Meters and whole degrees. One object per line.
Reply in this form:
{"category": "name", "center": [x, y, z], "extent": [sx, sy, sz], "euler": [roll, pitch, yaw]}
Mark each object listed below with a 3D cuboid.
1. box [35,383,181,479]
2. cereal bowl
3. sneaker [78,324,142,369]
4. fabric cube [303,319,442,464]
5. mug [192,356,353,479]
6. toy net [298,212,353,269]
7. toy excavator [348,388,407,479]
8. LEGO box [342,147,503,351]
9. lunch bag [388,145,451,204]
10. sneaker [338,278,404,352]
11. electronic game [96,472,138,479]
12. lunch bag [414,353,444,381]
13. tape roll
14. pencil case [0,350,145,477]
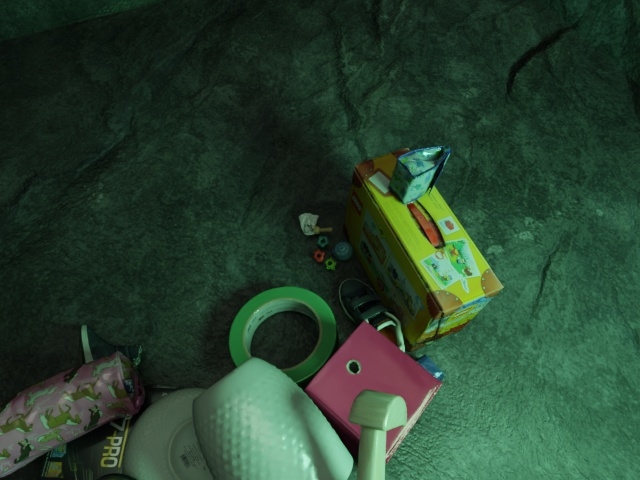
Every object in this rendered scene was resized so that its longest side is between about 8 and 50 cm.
{"category": "box", "center": [-0.558, 0.584, 1.220], "extent": [0.319, 0.097, 0.394], "euler": [5, 60, -5]}
{"category": "cereal bowl", "center": [-0.314, 0.538, 1.170], "extent": [0.339, 0.141, 0.338], "euler": [14, 58, -23]}
{"category": "sneaker", "center": [-0.624, 0.324, 1.374], "extent": [0.164, 0.086, 0.226], "euler": [-2, 29, -34]}
{"category": "fabric cube", "center": [0.127, 0.423, 1.258], "extent": [0.258, 0.259, 0.254], "euler": [38, 64, 17]}
{"category": "mug", "center": [-0.129, 0.455, 1.107], "extent": [0.276, 0.374, 0.328], "euler": [-36, 84, -3]}
{"category": "toy net", "center": [0.000, 0.000, 1.617], "extent": [0.122, 0.045, 0.232], "euler": [-45, 68, -5]}
{"category": "toy excavator", "center": [0.132, 0.585, 0.955], "extent": [0.223, 0.445, 0.432], "euler": [3, 54, 29]}
{"category": "LEGO box", "center": [0.271, 0.038, 1.419], "extent": [0.193, 0.372, 0.499], "euler": [-20, 64, -14]}
{"category": "lunch bag", "center": [0.276, -0.183, 1.258], "extent": [0.151, 0.128, 0.096], "euler": [-28, 67, -21]}
{"category": "sneaker", "center": [0.165, 0.236, 1.444], "extent": [0.126, 0.127, 0.321], "euler": [-25, 64, -15]}
{"category": "electronic game", "center": [-0.448, 0.643, 1.056], "extent": [0.230, 0.048, 0.229], "euler": [1, 95, 17]}
{"category": "lunch bag", "center": [0.313, 0.396, 1.393], "extent": [0.065, 0.067, 0.098], "euler": [-35, 67, -21]}
{"category": "tape roll", "center": [-0.109, 0.292, 1.386], "extent": [0.322, 0.077, 0.321], "euler": [-4, 53, 5]}
{"category": "pencil case", "center": [-0.650, 0.430, 1.158], "extent": [0.387, 0.159, 0.167], "euler": [-23, 31, -16]}
